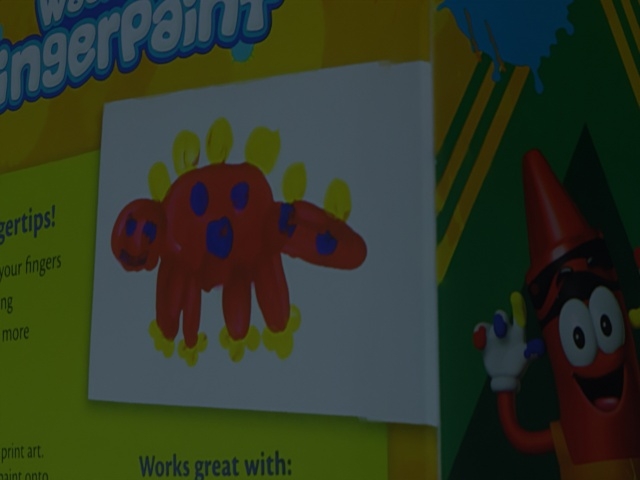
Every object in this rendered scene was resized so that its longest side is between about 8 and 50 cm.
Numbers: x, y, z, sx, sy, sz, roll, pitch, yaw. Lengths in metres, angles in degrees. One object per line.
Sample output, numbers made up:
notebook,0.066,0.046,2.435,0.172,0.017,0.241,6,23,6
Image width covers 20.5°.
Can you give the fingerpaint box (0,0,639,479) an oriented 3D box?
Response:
fingerpaint box,-0.050,0.032,0.779,0.163,0.371,0.445,6,170,-41
